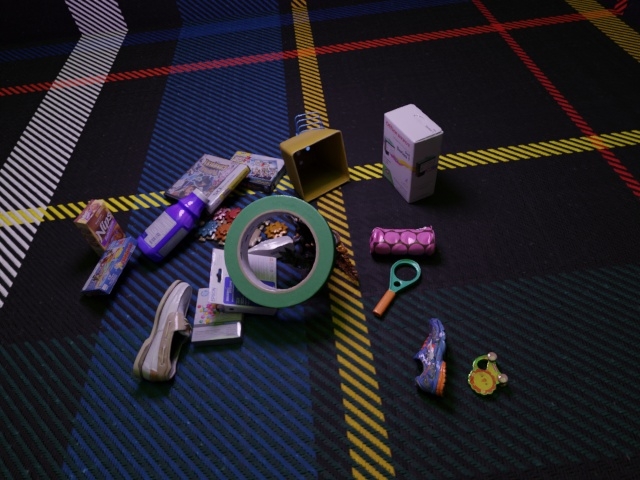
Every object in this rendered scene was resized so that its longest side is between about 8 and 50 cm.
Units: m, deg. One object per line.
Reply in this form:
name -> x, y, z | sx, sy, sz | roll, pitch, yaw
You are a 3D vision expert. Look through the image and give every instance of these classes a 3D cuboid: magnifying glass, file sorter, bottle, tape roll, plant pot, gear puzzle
magnifying glass -> 0.232, 0.144, 1.337 | 0.092, 0.026, 0.231 | 26, 58, 25
file sorter -> -0.036, -0.449, 1.824 | 0.118, 0.104, 0.170 | -13, 49, -5
bottle -> -0.506, -0.059, 1.502 | 0.283, 0.092, 0.118 | -48, 53, -9
tape roll -> -0.115, 0.033, 1.253 | 0.321, 0.077, 0.321 | -1, 85, 9
plant pot -> -0.039, -0.309, 1.650 | 0.212, 0.212, 0.187 | -29, 40, -17
gear puzzle -> -0.280, -0.052, 1.549 | 0.339, 0.044, 0.175 | 10, 51, 14

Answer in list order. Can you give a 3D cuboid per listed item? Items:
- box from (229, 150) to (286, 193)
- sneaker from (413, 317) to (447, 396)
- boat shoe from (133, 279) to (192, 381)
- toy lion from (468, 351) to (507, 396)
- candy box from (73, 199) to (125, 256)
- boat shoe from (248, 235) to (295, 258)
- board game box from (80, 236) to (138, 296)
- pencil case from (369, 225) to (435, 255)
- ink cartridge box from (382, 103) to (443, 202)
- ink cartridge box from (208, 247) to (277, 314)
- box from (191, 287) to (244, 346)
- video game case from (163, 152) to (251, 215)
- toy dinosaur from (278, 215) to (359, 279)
box -> -0.270, -0.278, 1.743 | 0.233, 0.044, 0.159 | 14, 53, 18
sneaker -> 0.295, 0.303, 1.159 | 0.087, 0.083, 0.221 | 0, 46, 17
boat shoe -> -0.428, 0.262, 1.262 | 0.103, 0.113, 0.302 | 8, 61, 11
toy lion -> 0.431, 0.354, 1.133 | 0.096, 0.034, 0.100 | -16, 49, 3
candy box -> -0.760, -0.037, 1.497 | 0.053, 0.187, 0.109 | 7, 51, 13
boat shoe -> -0.179, 0.027, 1.462 | 0.184, 0.066, 0.063 | -21, 37, -9
board game box -> -0.698, 0.086, 1.431 | 0.136, 0.035, 0.201 | -9, 51, 37
pencil case -> 0.266, 0.000, 1.414 | 0.209, 0.095, 0.098 | 1, 85, 5
ink cartridge box -> 0.320, -0.309, 1.548 | 0.117, 0.278, 0.201 | -22, 50, -13
ink cartridge box -> -0.240, 0.128, 1.342 | 0.208, 0.045, 0.206 | 10, 47, -18
box -> -0.306, 0.227, 1.318 | 0.145, 0.038, 0.186 | -5, 48, 1
video game case -> -0.441, -0.226, 1.674 | 0.275, 0.035, 0.248 | 21, 62, 35
toy dinosaur -> 0.000, 0.000, 1.402 | 0.322, 0.164, 0.218 | 22, 20, 29
